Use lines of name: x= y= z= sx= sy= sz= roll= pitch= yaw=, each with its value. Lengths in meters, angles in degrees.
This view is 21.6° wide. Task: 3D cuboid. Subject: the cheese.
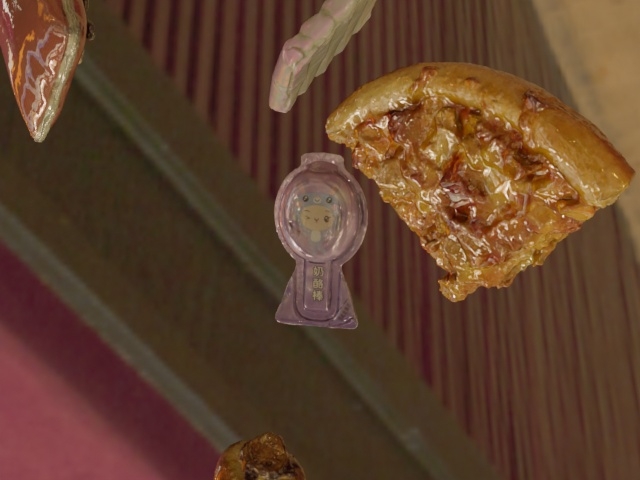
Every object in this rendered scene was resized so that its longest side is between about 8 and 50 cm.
cheese: x=0.000 y=0.000 z=1.803 sx=0.105 sy=0.042 sz=0.190 roll=3 pitch=100 yaw=17

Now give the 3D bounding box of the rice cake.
rice cake: x=0.010 y=-0.233 z=1.858 sx=0.037 sy=0.189 sz=0.198 roll=40 pitch=173 yaw=1

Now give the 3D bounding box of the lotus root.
lotus root: x=-0.065 y=0.299 z=1.883 sx=0.094 sy=0.108 sz=0.190 roll=-36 pitch=146 yaw=-28

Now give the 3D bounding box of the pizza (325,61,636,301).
pizza: x=0.134 y=-0.047 z=1.519 sx=0.336 sy=0.086 sz=0.226 roll=17 pitch=113 yaw=39

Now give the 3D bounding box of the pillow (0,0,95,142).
pillow: x=-0.265 y=-0.212 z=1.613 sx=0.075 sy=0.179 sz=0.171 roll=-2 pitch=146 yaw=-28
